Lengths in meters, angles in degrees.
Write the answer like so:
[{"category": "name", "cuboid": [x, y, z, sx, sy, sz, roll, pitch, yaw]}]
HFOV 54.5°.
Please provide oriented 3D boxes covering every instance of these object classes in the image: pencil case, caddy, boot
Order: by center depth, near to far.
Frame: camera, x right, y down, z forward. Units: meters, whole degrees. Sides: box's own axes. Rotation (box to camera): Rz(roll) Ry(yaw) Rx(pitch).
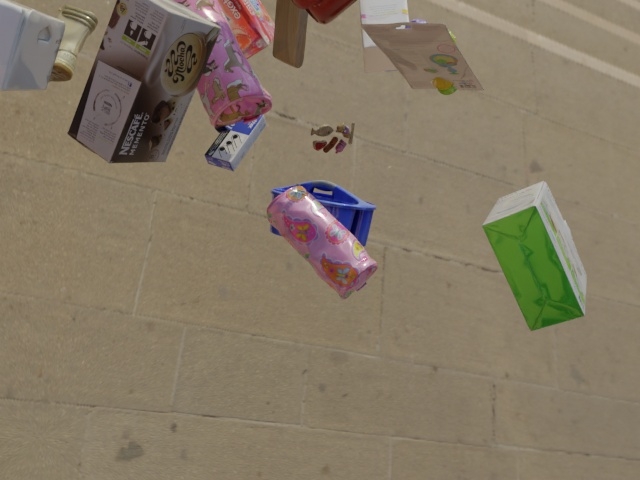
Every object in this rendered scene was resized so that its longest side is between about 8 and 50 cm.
[{"category": "pencil case", "cuboid": [0.000, 0.000, 1.429, 0.124, 0.124, 0.284, -36, 71, -29]}, {"category": "pencil case", "cuboid": [-0.258, -0.450, 1.452, 0.160, 0.167, 0.386, -21, 81, -41]}, {"category": "boot", "cuboid": [-0.733, -0.535, 1.688, 0.095, 0.262, 0.203, 42, 62, -53]}, {"category": "caddy", "cuboid": [0.002, -0.091, 1.870, 0.241, 0.342, 0.179, -2, 103, -54]}]

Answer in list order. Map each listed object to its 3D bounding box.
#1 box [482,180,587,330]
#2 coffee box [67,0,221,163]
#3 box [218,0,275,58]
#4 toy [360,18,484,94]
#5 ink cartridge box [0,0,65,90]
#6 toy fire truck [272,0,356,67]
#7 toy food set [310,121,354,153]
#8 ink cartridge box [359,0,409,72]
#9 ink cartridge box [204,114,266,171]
[{"category": "box", "cuboid": [0.488, 0.026, 1.387, 0.261, 0.127, 0.231, 63, 29, -7]}, {"category": "coffee box", "cuboid": [-0.330, -0.300, 1.170, 0.119, 0.297, 0.168, 34, 19, 16]}, {"category": "box", "cuboid": [-0.265, -0.656, 1.729, 0.300, 0.142, 0.154, 55, 27, -23]}, {"category": "toy", "cuboid": [0.178, -0.314, 1.019, 0.237, 0.137, 0.056, 29, 74, -59]}, {"category": "ink cartridge box", "cuboid": [-0.230, -0.134, 0.374, 0.123, 0.088, 0.052, 18, 101, -11]}, {"category": "toy fire truck", "cuboid": [-0.023, -0.271, 0.607, 0.158, 0.246, 0.217, -38, 57, 9]}, {"category": "toy food set", "cuboid": [0.031, -0.230, 1.418, 0.122, 0.077, 0.019, -18, 42, -30]}, {"category": "ink cartridge box", "cuboid": [0.125, -0.416, 1.214, 0.092, 0.090, 0.143, -4, 73, 5]}, {"category": "ink cartridge box", "cuboid": [-0.260, -0.311, 1.913, 0.097, 0.046, 0.207, 19, 61, 22]}]
